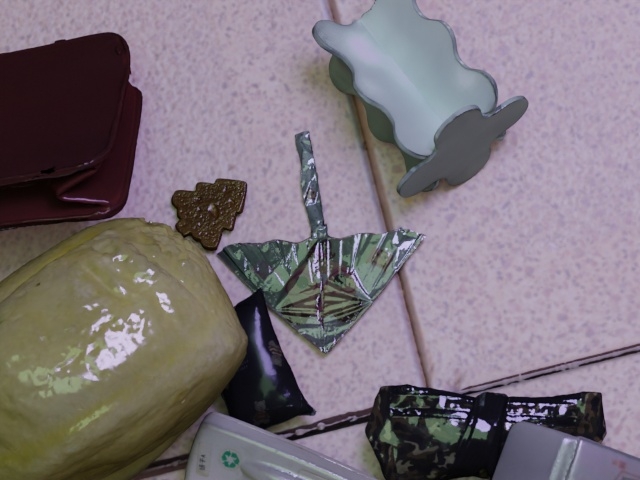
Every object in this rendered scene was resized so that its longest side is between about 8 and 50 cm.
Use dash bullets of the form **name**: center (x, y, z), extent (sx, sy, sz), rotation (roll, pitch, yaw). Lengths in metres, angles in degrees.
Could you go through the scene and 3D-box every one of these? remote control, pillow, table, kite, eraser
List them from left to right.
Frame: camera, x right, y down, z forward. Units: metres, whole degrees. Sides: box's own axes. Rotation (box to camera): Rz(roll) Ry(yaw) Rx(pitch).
- **pillow**: center (-0.076, 0.134, 1.845), extent (0.090, 0.048, 0.150), rotation (-28, 78, 20)
- **remote control**: center (-0.029, 0.258, 1.799), extent (0.230, 0.049, 0.090), rotation (21, 113, 10)
- **kite**: center (0.000, 0.000, 1.885), extent (0.229, 0.012, 0.250), rotation (-7, 77, 5)
- **table**: center (0.094, -0.168, 1.847), extent (0.166, 0.166, 0.198), rotation (-36, 69, -2)
- **eraser**: center (0.347, 0.275, 1.740), extent (0.351, 0.061, 0.089), rotation (21, 80, -2)

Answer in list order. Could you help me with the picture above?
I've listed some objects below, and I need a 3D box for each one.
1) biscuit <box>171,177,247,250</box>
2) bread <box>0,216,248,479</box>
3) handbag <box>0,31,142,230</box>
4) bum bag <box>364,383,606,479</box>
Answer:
- **biscuit**: center (-0.118, -0.036, 1.905), extent (0.092, 0.016, 0.082), rotation (-39, 72, -4)
- **bread**: center (-0.240, 0.117, 1.738), extent (0.320, 0.320, 0.237), rotation (-41, 82, -4)
- **handbag**: center (-0.333, -0.106, 1.846), extent (0.275, 0.084, 0.260), rotation (-6, 40, 7)
- **bum bag**: center (0.170, 0.204, 1.793), extent (0.248, 0.069, 0.102), rotation (1, 72, 6)
